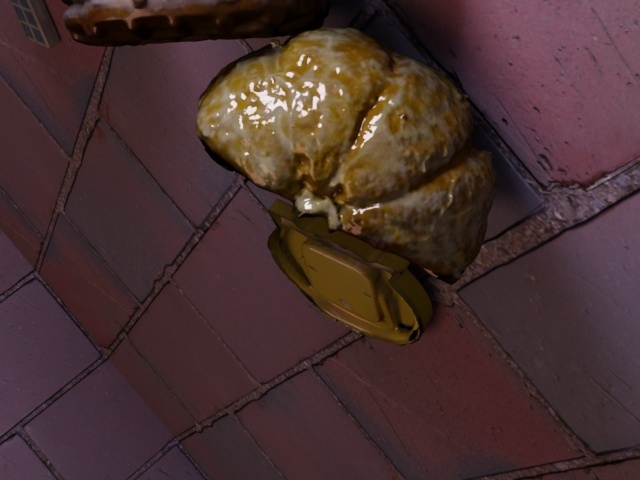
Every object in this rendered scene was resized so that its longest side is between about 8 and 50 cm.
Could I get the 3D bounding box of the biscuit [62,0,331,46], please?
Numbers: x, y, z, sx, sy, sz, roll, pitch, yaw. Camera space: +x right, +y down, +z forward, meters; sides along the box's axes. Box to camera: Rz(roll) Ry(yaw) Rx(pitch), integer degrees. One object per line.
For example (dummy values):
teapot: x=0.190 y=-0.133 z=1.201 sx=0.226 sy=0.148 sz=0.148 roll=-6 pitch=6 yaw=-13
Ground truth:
biscuit: x=-0.147 y=-0.287 z=1.347 sx=0.332 sy=0.332 sz=0.103 roll=8 pitch=104 yaw=56

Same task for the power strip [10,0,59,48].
power strip: x=-0.546 y=-0.445 z=2.121 sx=0.081 sy=0.035 sz=0.192 roll=29 pitch=149 yaw=38

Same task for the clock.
clock: x=0.050 y=0.049 z=1.742 sx=0.277 sy=0.071 sz=0.293 roll=28 pitch=156 yaw=16

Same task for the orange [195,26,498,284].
orange: x=0.047 y=-0.126 z=1.316 sx=0.369 sy=0.210 sz=0.271 roll=26 pitch=-165 yaw=2
